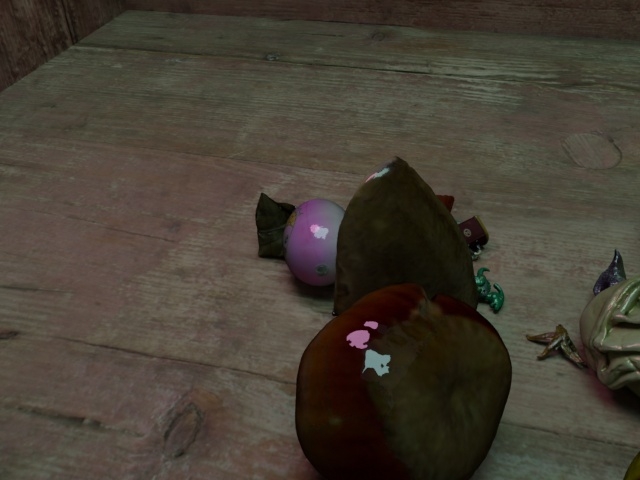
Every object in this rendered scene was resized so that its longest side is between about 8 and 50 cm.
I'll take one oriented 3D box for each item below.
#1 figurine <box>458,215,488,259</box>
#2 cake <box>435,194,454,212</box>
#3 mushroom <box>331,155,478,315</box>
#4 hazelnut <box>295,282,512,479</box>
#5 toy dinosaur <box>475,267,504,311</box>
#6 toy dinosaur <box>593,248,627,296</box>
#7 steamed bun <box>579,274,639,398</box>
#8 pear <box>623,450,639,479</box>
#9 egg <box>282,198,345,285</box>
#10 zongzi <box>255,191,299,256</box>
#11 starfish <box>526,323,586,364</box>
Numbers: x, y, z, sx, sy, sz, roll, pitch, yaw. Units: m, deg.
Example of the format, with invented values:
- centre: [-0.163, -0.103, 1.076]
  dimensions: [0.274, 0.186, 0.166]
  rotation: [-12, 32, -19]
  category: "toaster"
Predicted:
- centre: [0.375, 0.013, 1.642]
  dimensions: [0.154, 0.082, 0.098]
  rotation: [-26, 68, -28]
  category: "figurine"
- centre: [0.238, -0.086, 1.667]
  dimensions: [0.158, 0.160, 0.262]
  rotation: [-20, 22, 35]
  category: "cake"
- centre: [0.196, 0.030, 1.348]
  dimensions: [0.313, 0.398, 0.224]
  rotation: [22, 48, 23]
  category: "mushroom"
- centre: [0.135, 0.256, 1.108]
  dimensions: [0.359, 0.360, 0.409]
  rotation: [25, 36, 30]
  category: "hazelnut"
- centre: [0.398, 0.115, 1.517]
  dimensions: [0.096, 0.059, 0.132]
  rotation: [10, 47, 1]
  category: "toy dinosaur"
- centre: [0.714, 0.148, 1.439]
  dimensions: [0.162, 0.077, 0.294]
  rotation: [18, 43, 13]
  category: "toy dinosaur"
- centre: [0.679, 0.201, 1.234]
  dimensions: [0.275, 0.203, 0.289]
  rotation: [-6, 52, 9]
  category: "steamed bun"
- centre: [0.614, 0.415, 0.951]
  dimensions: [0.320, 0.269, 0.269]
  rotation: [-3, 35, -24]
  category: "pear"
- centre: [0.000, 0.000, 1.567]
  dimensions: [0.196, 0.197, 0.271]
  rotation: [1, 20, 3]
  category: "egg"
- centre: [-0.121, -0.091, 1.673]
  dimensions: [0.094, 0.205, 0.205]
  rotation: [0, 36, 14]
  category: "zongzi"
- centre: [0.528, 0.216, 1.384]
  dimensions: [0.132, 0.041, 0.130]
  rotation: [13, 38, 18]
  category: "starfish"
